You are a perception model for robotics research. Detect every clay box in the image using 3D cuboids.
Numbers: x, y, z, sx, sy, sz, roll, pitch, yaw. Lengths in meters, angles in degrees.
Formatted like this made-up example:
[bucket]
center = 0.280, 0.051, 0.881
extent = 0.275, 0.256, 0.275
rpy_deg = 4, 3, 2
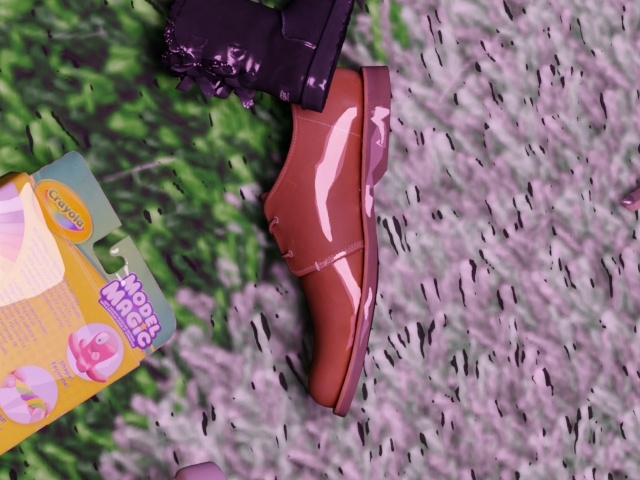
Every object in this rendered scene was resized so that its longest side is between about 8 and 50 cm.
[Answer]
[clay box]
center = -0.201, 0.056, 0.820
extent = 0.222, 0.053, 0.127
rpy_deg = -33, 105, -18

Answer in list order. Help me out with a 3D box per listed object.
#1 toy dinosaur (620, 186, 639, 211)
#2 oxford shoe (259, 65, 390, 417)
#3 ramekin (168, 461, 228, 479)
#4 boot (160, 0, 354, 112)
[toy dinosaur]
center = 0.314, -0.104, 1.033
extent = 0.118, 0.064, 0.268
rpy_deg = 35, 83, -16
[oxford shoe]
center = 0.000, 0.000, 0.904
extent = 0.076, 0.076, 0.212
rpy_deg = 2, 88, -4
[ramekin]
center = -0.081, 0.233, 0.813
extent = 0.109, 0.207, 0.207
rpy_deg = -16, 101, -13
[boot]
center = -0.034, -0.130, 0.874
extent = 0.099, 0.045, 0.121
rpy_deg = 15, 58, 3
